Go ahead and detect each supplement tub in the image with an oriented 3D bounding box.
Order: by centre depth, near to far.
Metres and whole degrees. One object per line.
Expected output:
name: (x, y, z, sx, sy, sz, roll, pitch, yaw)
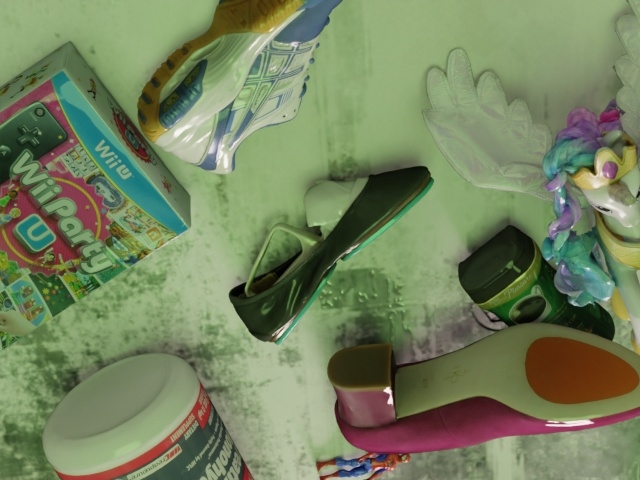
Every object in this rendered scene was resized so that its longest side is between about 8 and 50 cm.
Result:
supplement tub: (-0.180, 0.284, 1.605, 0.191, 0.191, 0.272, -23, 115, 7)

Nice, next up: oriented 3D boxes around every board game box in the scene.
board game box: (-0.325, -0.034, 1.499, 0.303, 0.097, 0.224, -33, 114, 10)

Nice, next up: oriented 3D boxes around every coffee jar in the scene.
coffee jar: (0.246, 0.069, 1.598, 0.096, 0.079, 0.184, -39, 113, 22)

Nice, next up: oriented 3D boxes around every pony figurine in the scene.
pony figurine: (0.301, -0.064, 1.429, 0.303, 0.351, 0.363, -26, 133, 12)

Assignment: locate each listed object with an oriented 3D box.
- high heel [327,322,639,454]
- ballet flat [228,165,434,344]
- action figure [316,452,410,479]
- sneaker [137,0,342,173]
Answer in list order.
high heel: (0.200, 0.187, 1.598, 0.377, 0.127, 0.181, 3, 146, 17)
ballet flat: (0.000, 0.000, 1.544, 0.096, 0.095, 0.280, 41, 106, -8)
action figure: (0.054, 0.277, 1.712, 0.115, 0.030, 0.038, -13, 110, 0)
sneaker: (-0.054, -0.195, 1.454, 0.296, 0.112, 0.131, -42, 129, 16)
